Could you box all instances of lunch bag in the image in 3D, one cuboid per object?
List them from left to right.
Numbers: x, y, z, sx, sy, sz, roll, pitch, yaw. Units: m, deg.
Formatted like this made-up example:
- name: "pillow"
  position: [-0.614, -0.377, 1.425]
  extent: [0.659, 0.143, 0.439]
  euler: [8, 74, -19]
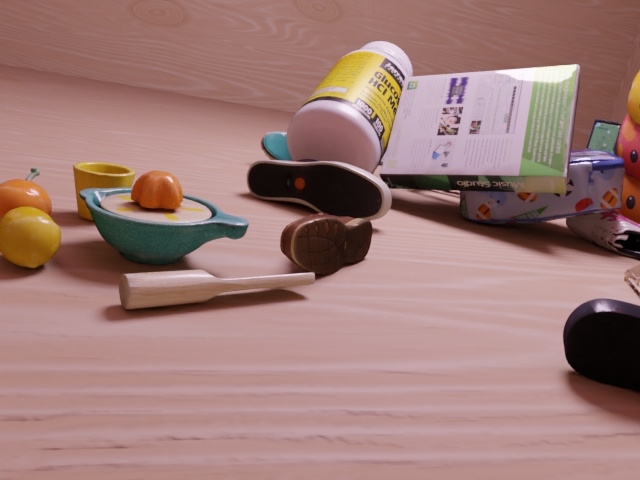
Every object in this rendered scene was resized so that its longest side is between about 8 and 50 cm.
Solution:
- name: "lunch bag"
  position: [0.414, -0.111, 1.096]
  extent: [0.303, 0.115, 0.243]
  euler: [-1, 14, 21]

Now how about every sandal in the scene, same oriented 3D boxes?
- name: "sandal"
  position: [0.331, 0.110, 0.453]
  extent: [0.254, 0.097, 0.054]
  euler: [5, 26, 16]

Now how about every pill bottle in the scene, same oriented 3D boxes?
- name: "pill bottle"
  position: [0.078, -0.273, 1.165]
  extent: [0.187, 0.188, 0.334]
  euler: [15, 48, 16]

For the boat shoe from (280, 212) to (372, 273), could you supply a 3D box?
- name: "boat shoe"
  position: [0.000, 0.000, 0.656]
  extent: [0.060, 0.064, 0.178]
  euler: [13, 9, 27]

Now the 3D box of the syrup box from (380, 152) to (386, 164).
- name: "syrup box"
  position: [0.131, -0.289, 1.651]
  extent: [0.236, 0.097, 0.093]
  euler: [19, 16, 29]

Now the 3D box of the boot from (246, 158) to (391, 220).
- name: "boot"
  position: [0.024, -0.095, 0.950]
  extent: [0.244, 0.089, 0.176]
  euler: [14, 15, 25]

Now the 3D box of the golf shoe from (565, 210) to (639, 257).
- name: "golf shoe"
  position: [0.539, -0.017, 1.037]
  extent: [0.186, 0.068, 0.085]
  euler: [24, 21, 39]

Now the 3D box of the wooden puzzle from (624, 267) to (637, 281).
- name: "wooden puzzle"
  position: [0.515, 0.057, 0.869]
  extent: [0.078, 0.014, 0.116]
  euler: [22, 19, 34]

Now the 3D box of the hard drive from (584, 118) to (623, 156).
- name: "hard drive"
  position: [0.906, -0.193, 1.577]
  extent: [0.064, 0.237, 0.338]
  euler: [-5, 21, -44]

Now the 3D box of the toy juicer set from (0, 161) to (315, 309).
- name: "toy juicer set"
  position: [-0.188, -0.021, 0.548]
  extent: [0.328, 0.090, 0.209]
  euler: [20, 18, 29]

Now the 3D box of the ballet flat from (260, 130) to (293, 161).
- name: "ballet flat"
  position: [-0.017, -0.177, 1.242]
  extent: [0.240, 0.091, 0.077]
  euler: [12, -15, -10]

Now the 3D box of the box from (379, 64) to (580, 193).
- name: "box"
  position: [0.286, -0.200, 1.024]
  extent: [0.321, 0.233, 0.058]
  euler: [4, -24, 30]

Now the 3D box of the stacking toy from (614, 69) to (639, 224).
- name: "stacking toy"
  position: [0.685, -0.247, 1.046]
  extent: [0.350, 0.480, 0.351]
  euler: [-19, 31, 12]

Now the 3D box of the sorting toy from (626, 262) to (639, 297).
- name: "sorting toy"
  position: [0.465, 0.040, 0.782]
  extent: [0.044, 0.075, 0.083]
  euler: [14, 17, 13]
